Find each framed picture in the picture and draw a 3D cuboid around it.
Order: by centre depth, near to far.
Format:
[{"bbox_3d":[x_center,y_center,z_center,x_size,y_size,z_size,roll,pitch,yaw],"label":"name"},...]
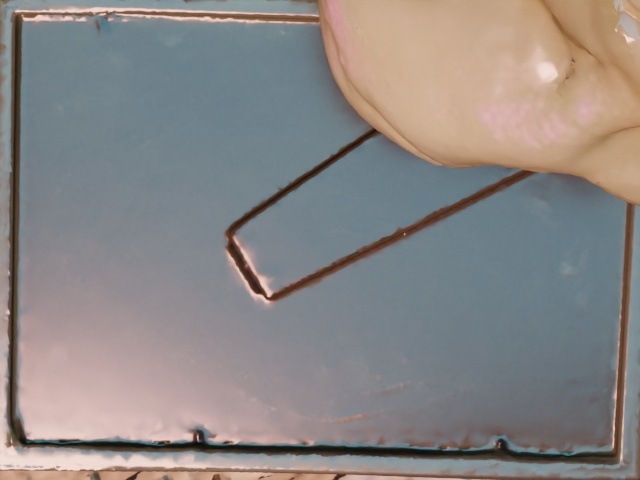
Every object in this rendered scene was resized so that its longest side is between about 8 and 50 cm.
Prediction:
[{"bbox_3d":[0.000,0.000,0.676,0.260,0.023,0.189,1,93,-1],"label":"framed picture"}]

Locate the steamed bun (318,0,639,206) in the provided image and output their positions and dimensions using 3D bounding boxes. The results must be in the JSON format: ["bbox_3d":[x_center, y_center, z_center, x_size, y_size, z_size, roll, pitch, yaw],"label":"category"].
[{"bbox_3d":[0.134,-0.163,0.542,0.320,0.275,0.206,-34,136,-10],"label":"steamed bun"}]
